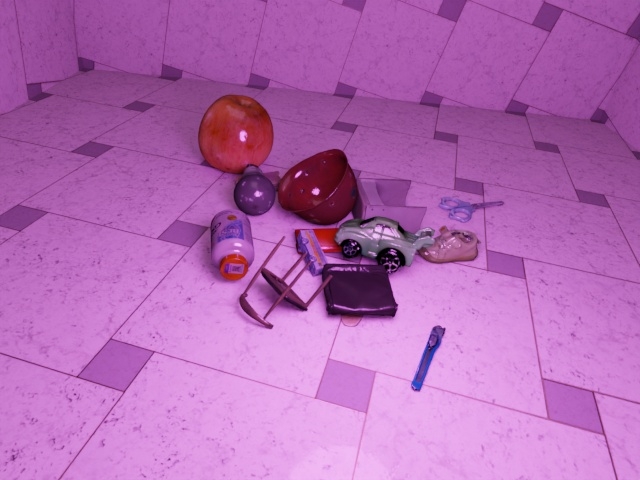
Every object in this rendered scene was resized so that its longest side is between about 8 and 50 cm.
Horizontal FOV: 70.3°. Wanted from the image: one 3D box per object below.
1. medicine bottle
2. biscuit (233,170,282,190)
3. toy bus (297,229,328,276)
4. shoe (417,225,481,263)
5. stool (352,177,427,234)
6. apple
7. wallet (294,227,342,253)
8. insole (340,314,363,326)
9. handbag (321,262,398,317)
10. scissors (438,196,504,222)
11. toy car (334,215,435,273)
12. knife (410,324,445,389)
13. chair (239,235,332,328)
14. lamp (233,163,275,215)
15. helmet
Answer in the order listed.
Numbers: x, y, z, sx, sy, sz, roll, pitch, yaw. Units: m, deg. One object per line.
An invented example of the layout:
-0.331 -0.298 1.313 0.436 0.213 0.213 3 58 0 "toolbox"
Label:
-0.327 0.019 1.683 0.156 0.157 0.289 -3 36 -12 "medicine bottle"
-0.288 -0.273 2.182 0.238 0.062 0.108 -11 41 -21 "biscuit"
-0.033 0.046 1.738 0.075 0.064 0.191 -8 55 -28 "toy bus"
0.524 0.015 1.866 0.261 0.128 0.140 4 21 -8 "shoe"
0.288 -0.141 1.990 0.269 0.171 0.244 1 36 -8 "stool"
-0.423 -0.545 2.301 0.390 0.347 0.392 8 32 -5 "apple"
0.000 0.000 1.855 0.204 0.045 0.142 -2 39 -10 "wallet"
0.118 0.213 1.603 0.081 0.011 0.248 9 35 4 "insole"
0.130 0.178 1.583 0.246 0.080 0.223 2 40 -8 "handbag"
0.751 -0.163 2.214 0.359 0.030 0.191 -7 42 -21 "scissors"
0.242 -0.005 1.745 0.358 0.177 0.213 20 21 9 "toy car"
0.341 0.358 1.423 0.044 0.026 0.296 29 39 11 "knife"
-0.125 0.156 1.536 0.272 0.166 0.188 -49 52 1 "chair"
-0.277 -0.239 2.024 0.181 0.182 0.314 8 39 3 "lamp"
0.017 -0.196 1.966 0.384 0.230 0.338 8 62 49 "helmet"
